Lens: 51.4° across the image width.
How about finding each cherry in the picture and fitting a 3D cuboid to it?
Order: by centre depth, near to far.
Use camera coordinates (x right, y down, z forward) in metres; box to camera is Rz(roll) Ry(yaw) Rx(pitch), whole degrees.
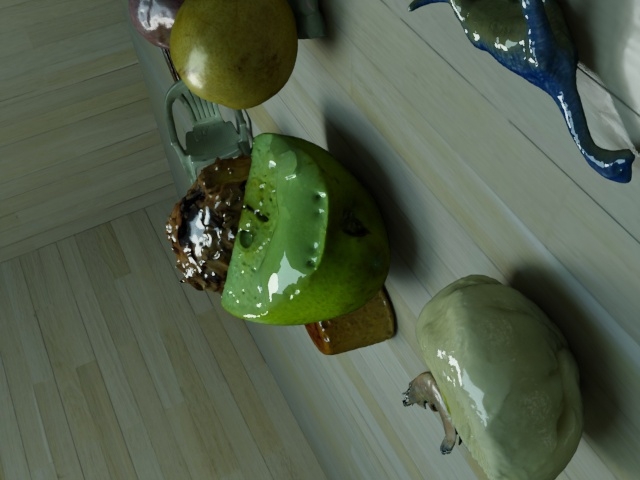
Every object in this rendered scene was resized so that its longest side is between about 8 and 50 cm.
[{"bbox_3d":[-0.276,-0.514,1.394,0.239,0.239,0.206,59,-174,27],"label":"cherry"}]

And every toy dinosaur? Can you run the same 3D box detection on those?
[{"bbox_3d":[0.181,-0.162,0.622,0.247,0.075,0.188,29,143,56],"label":"toy dinosaur"}]

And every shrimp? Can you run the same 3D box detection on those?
[{"bbox_3d":[0.213,0.326,1.258,0.219,0.046,0.152,119,130,-70],"label":"shrimp"}]

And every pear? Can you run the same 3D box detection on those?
[{"bbox_3d":[-0.131,-0.319,1.051,0.209,0.208,0.209,57,162,30],"label":"pear"},{"bbox_3d":[0.000,0.000,1.165,0.318,0.238,0.343,17,96,53],"label":"pear"}]

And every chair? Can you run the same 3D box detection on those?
[{"bbox_3d":[-0.303,-0.293,1.818,0.275,0.203,0.191,86,167,-63],"label":"chair"}]

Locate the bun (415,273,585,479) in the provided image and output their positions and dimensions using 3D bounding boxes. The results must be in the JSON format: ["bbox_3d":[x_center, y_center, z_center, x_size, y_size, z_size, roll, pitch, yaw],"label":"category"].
[{"bbox_3d":[0.219,0.157,0.793,0.259,0.159,0.259,63,-179,-1],"label":"bun"}]

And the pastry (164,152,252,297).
[{"bbox_3d":[-0.190,-0.024,1.566,0.405,0.337,0.293,92,158,-57],"label":"pastry"}]

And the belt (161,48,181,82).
[{"bbox_3d":[-0.386,-0.559,1.847,0.217,0.122,0.339,36,146,64],"label":"belt"}]

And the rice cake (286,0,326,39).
[{"bbox_3d":[-0.058,-0.398,1.122,0.237,0.043,0.127,32,143,60],"label":"rice cake"}]

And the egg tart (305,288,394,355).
[{"bbox_3d":[0.044,0.138,1.363,0.203,0.147,0.203,56,159,35],"label":"egg tart"}]
